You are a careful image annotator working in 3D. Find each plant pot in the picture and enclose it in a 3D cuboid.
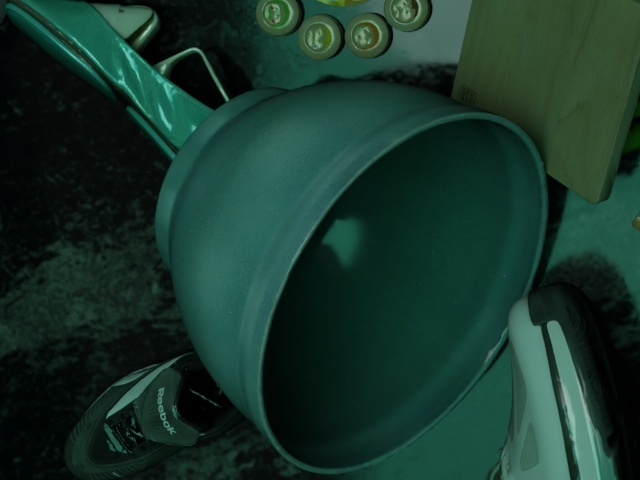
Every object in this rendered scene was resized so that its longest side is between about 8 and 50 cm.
[{"bbox_3d":[0.000,0.000,1.446,0.196,0.293,0.293,33,107,36],"label":"plant pot"}]

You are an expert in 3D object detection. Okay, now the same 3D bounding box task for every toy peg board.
[{"bbox_3d":[0.192,-0.140,1.439,0.160,0.079,0.161,38,131,36],"label":"toy peg board"}]

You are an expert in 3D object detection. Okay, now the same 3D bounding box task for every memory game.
[{"bbox_3d":[0.015,-0.233,1.527,0.186,0.012,0.186,2,98,15],"label":"memory game"}]

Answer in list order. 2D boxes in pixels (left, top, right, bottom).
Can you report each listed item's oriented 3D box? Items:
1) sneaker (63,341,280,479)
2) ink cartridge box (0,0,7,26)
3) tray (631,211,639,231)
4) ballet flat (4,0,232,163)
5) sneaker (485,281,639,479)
[{"bbox_3d":[-0.122,0.135,1.568,0.234,0.106,0.078,-27,89,17],"label":"sneaker"},{"bbox_3d":[-0.285,-0.183,1.597,0.028,0.048,0.083,31,105,11],"label":"ink cartridge box"},{"bbox_3d":[0.428,-0.123,1.398,0.203,0.076,0.411,36,106,8],"label":"tray"},{"bbox_3d":[-0.141,-0.135,1.559,0.247,0.083,0.087,43,82,6],"label":"ballet flat"},{"bbox_3d":[0.124,0.262,1.486,0.257,0.169,0.447,-6,99,14],"label":"sneaker"}]
